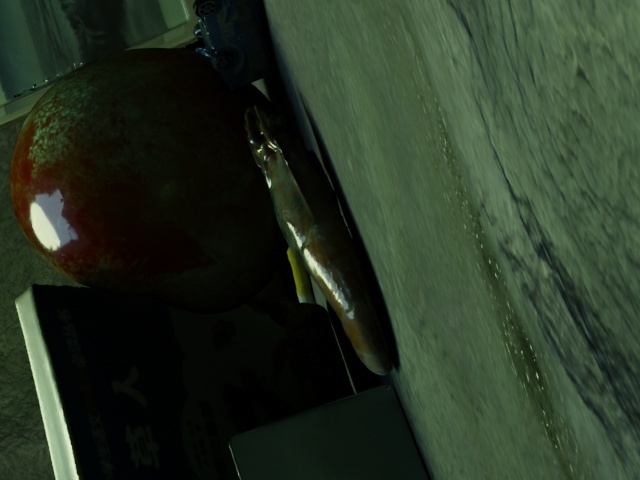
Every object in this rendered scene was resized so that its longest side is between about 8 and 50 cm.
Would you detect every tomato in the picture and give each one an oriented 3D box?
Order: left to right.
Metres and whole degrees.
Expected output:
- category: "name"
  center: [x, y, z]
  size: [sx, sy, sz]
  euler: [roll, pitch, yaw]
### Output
- category: "tomato"
  center: [-0.145, -0.065, 1.791]
  size: [0.270, 0.270, 0.223]
  euler: [-128, 57, -75]

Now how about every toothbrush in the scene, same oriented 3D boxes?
- category: "toothbrush"
  center: [-0.034, -0.018, 2.052]
  size: [0.288, 0.024, 0.021]
  euler: [75, 177, -50]

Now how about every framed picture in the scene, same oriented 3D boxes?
- category: "framed picture"
  center: [-0.327, -0.386, 2.283]
  size: [0.028, 0.326, 0.446]
  euler: [0, -110, -68]

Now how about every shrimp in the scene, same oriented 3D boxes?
- category: "shrimp"
  center: [-0.002, 0.001, 1.595]
  size: [0.143, 0.052, 0.251]
  euler: [77, 172, -68]

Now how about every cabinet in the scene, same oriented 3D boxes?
- category: "cabinet"
  center: [0.020, 0.249, 1.680]
  size: [0.206, 0.150, 0.145]
  euler: [79, 172, -59]

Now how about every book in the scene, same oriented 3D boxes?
- category: "book"
  center: [-0.091, 0.192, 1.828]
  size: [0.428, 0.039, 0.300]
  euler: [6, -117, -53]

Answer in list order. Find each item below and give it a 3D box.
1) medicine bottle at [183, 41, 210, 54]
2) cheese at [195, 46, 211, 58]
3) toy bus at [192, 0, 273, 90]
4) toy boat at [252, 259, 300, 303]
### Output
- category: "medicine bottle"
  center: [-0.211, -0.157, 2.378]
  size: [0.395, 0.242, 0.242]
  euler: [47, 160, 41]
- category: "cheese"
  center: [-0.098, -0.076, 2.126]
  size: [0.177, 0.069, 0.270]
  euler: [23, 124, 47]
- category: "toy bus"
  center: [-0.081, -0.195, 1.682]
  size: [0.153, 0.061, 0.051]
  euler: [76, 172, -52]
- category: "toy boat"
  center: [-0.040, 0.110, 2.338]
  size: [0.088, 0.068, 0.226]
  euler: [71, 176, -63]
